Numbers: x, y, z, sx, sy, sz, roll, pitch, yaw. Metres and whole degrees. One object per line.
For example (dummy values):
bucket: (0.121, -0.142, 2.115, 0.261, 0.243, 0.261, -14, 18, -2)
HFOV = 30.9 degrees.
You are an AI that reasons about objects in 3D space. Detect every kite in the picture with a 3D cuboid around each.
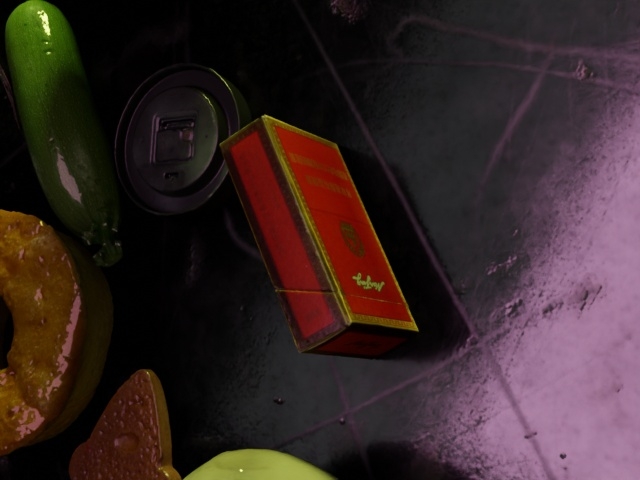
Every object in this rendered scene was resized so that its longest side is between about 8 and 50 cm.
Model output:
kite: (-0.414, -0.207, 1.512, 0.152, 0.005, 0.137, -145, 38, -65)

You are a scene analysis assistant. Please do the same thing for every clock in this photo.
clock: (-0.160, -0.116, 1.365, 0.184, 0.040, 0.185, -5, 79, 30)

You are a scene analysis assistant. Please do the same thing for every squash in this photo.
squash: (-0.316, -0.138, 1.429, 0.101, 0.101, 0.379, -29, 71, 25)

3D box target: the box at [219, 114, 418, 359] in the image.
box: (-0.001, 0.000, 1.187, 0.074, 0.153, 0.240, -30, 68, 19)

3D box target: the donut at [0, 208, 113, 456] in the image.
donut: (-0.376, 0.117, 1.423, 0.302, 0.110, 0.303, -5, 79, 28)

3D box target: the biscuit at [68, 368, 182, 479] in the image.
biscuit: (-0.231, 0.288, 1.349, 0.183, 0.043, 0.280, 8, 83, 28)

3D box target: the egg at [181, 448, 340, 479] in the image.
egg: (-0.037, 0.370, 1.080, 0.345, 0.283, 0.283, 46, 107, 15)
